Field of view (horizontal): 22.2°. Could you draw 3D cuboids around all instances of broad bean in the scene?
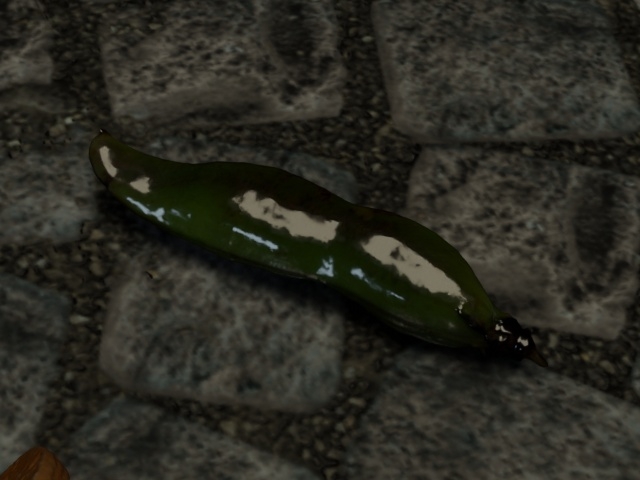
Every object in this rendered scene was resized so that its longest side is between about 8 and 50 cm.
[{"bbox_3d":[0.000,0.000,1.087,0.339,0.061,0.077,22,59,13],"label":"broad bean"}]

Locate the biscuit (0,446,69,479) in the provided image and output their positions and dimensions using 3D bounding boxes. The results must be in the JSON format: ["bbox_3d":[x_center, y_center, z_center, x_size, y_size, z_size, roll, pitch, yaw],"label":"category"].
[{"bbox_3d":[-0.194,0.206,0.814,0.036,0.165,0.250,43,48,-15],"label":"biscuit"}]
